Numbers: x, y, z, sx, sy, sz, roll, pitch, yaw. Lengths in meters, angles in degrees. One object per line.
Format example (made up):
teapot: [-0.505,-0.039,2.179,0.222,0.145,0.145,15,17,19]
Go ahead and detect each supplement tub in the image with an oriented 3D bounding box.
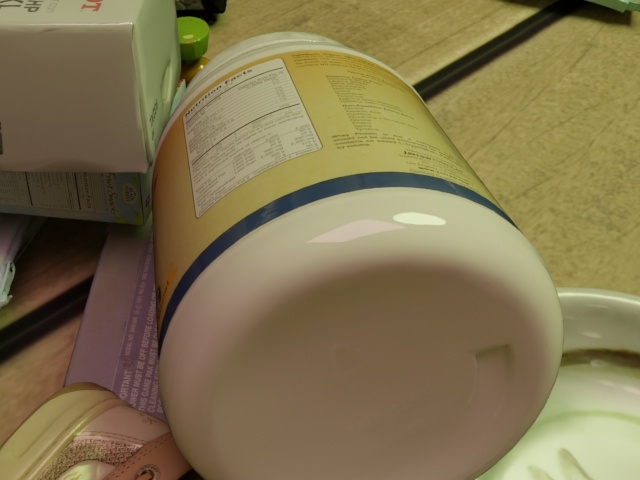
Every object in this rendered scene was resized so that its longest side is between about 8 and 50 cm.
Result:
supplement tub: [0.000,0.000,0.531,0.228,0.228,0.316,-4,34,-11]

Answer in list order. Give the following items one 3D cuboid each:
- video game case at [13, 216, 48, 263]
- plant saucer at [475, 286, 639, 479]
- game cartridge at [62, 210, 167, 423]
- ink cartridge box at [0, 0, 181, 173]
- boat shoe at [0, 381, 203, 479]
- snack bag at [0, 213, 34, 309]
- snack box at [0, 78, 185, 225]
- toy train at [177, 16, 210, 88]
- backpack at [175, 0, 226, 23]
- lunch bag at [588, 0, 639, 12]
video game case: [-0.363,0.001,0.720,0.157,0.019,0.143,15,48,6]
plant saucer: [0.218,0.217,0.550,0.401,0.100,0.400,4,47,-4]
game cartridge: [-0.089,0.082,0.660,0.230,0.068,0.355,2,48,0]
ink cartridge box: [-0.285,-0.164,0.640,0.308,0.129,0.223,0,36,-3]
boat shoe: [-0.181,0.232,0.395,0.110,0.121,0.341,19,58,21]
snack bag: [-0.424,-0.053,0.708,0.343,0.037,0.323,9,36,-10]
snack box: [-0.244,-0.095,0.718,0.207,0.070,0.174,4,36,4]
toy train: [-0.134,-0.173,0.822,0.248,0.143,0.105,16,49,7]
backpack: [-0.212,-0.366,1.006,0.182,0.115,0.152,3,51,-1]
lunch bag: [0.388,-0.460,1.143,0.224,0.160,0.262,13,59,0]
